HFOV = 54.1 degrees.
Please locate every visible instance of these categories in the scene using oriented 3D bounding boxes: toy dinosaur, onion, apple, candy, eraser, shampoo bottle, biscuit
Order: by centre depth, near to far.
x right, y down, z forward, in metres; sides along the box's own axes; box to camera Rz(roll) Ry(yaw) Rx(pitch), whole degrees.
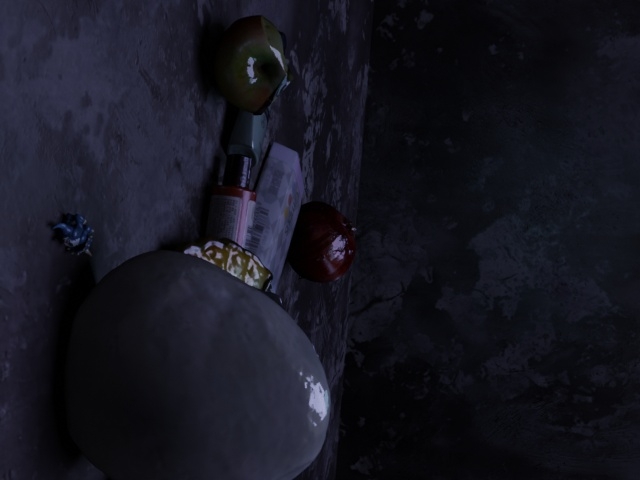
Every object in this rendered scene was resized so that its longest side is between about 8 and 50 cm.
[{"bbox_3d":[-0.362,-0.007,0.921,0.083,0.030,0.047,77,21,-55],"label":"toy dinosaur"},{"bbox_3d":[-0.193,0.233,0.973,0.186,0.426,0.386,-62,170,-80],"label":"candy"},{"bbox_3d":[-0.225,0.144,1.305,0.335,0.078,0.329,-24,118,-45],"label":"biscuit"},{"bbox_3d":[-0.149,-0.385,1.370,0.188,0.173,0.207,-115,-160,-57],"label":"apple"},{"bbox_3d":[-0.203,-0.059,1.431,0.104,0.104,0.278,29,69,-76],"label":"shampoo bottle"},{"bbox_3d":[-0.152,-0.365,1.547,0.134,0.078,0.359,95,7,-68],"label":"shampoo bottle"},{"bbox_3d":[-0.135,-0.064,1.782,0.213,0.082,0.397,78,22,-56],"label":"eraser"},{"bbox_3d":[0.000,0.000,2.049,0.276,0.276,0.276,6,90,-77],"label":"onion"}]
